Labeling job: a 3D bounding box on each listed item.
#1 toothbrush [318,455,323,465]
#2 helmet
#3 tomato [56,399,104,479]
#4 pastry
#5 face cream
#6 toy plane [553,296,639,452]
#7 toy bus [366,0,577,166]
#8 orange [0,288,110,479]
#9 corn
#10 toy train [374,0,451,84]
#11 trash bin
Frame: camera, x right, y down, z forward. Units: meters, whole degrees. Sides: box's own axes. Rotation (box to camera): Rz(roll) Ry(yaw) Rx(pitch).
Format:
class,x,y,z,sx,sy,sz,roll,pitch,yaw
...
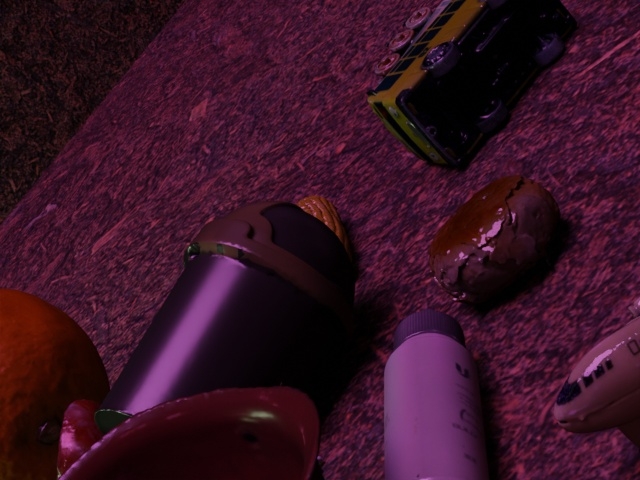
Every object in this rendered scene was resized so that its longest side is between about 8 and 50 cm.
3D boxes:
class,x,y,z,sx,sy,sz,roll,pitch,yaw
toothbrush,-0.057,0.261,1.458,0.162,0.014,0.017,-30,44,33
helmet,-0.097,0.310,1.131,0.385,0.230,0.337,-27,24,22
tomato,-0.230,0.274,1.575,0.099,0.189,0.173,-1,8,13
pastry,0.176,-0.003,1.420,0.153,0.081,0.153,-41,23,21
face cream,0.101,0.153,1.254,0.092,0.092,0.311,-37,23,20
toy plane,0.290,0.069,1.042,0.256,0.104,0.242,-43,23,4
toy bus,0.186,-0.221,1.755,0.262,0.128,0.150,-50,20,-16
orange,-0.427,0.220,1.827,0.312,0.312,0.312,-38,22,18
corn,0.000,0.000,1.764,0.072,0.072,0.203,-41,22,9
toy train,0.156,-0.271,1.977,0.125,0.081,0.194,-10,38,50
trash bin,-0.085,0.104,1.520,0.214,0.214,0.334,-14,37,54
